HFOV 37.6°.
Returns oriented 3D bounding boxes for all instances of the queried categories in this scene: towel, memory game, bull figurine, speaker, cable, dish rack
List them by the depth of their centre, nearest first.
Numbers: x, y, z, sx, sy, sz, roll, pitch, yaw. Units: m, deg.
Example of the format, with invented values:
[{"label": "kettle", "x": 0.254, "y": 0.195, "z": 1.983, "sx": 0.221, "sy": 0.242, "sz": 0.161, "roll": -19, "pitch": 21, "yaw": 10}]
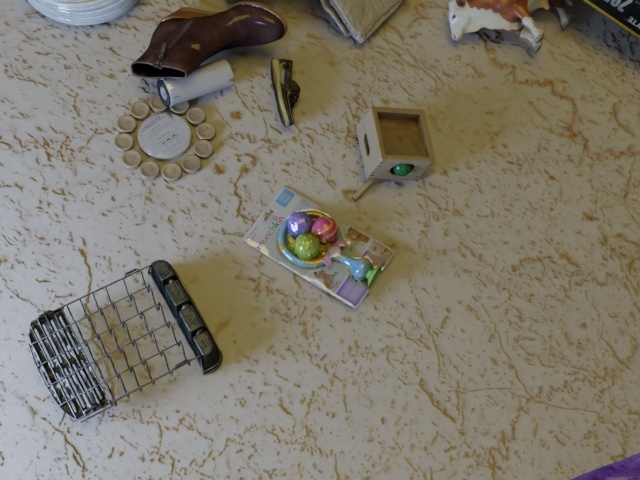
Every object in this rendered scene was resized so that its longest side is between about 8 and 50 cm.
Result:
[{"label": "dish rack", "x": -0.317, "y": 0.162, "z": 1.507, "sx": 0.271, "sy": 0.074, "sz": 0.208, "roll": -26, "pitch": 69, "yaw": -16}, {"label": "memory game", "x": -0.284, "y": -0.187, "z": 1.711, "sx": 0.186, "sy": 0.012, "sz": 0.186, "roll": 3, "pitch": 64, "yaw": -6}, {"label": "speaker", "x": -0.229, "y": -0.292, "z": 1.736, "sx": 0.136, "sy": 0.055, "sz": 0.055, "roll": -24, "pitch": 69, "yaw": -26}, {"label": "towel", "x": 0.055, "y": -0.540, "z": 1.816, "sx": 0.187, "sy": 0.049, "sz": 0.282, "roll": -48, "pitch": 122, "yaw": -24}, {"label": "cable", "x": -0.461, "y": -0.535, "z": 1.818, "sx": 0.257, "sy": 0.089, "sz": 0.257, "roll": 15, "pitch": 64, "yaw": 1}, {"label": "bull figurine", "x": 0.400, "y": -0.478, "z": 1.890, "sx": 0.310, "sy": 0.101, "sz": 0.188, "roll": -41, "pitch": 78, "yaw": -22}]

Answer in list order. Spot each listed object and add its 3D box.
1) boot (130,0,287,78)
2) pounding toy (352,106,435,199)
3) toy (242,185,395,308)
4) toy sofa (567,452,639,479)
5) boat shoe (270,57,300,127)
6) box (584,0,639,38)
[{"label": "boot", "x": -0.202, "y": -0.355, "z": 1.733, "sx": 0.248, "sy": 0.090, "sz": 0.207, "roll": 7, "pitch": 45, "yaw": 18}, {"label": "pounding toy", "x": 0.124, "y": -0.156, "z": 1.712, "sx": 0.130, "sy": 0.100, "sz": 0.141, "roll": 0, "pitch": 66, "yaw": -23}, {"label": "toy", "x": 0.000, "y": 0.000, "z": 1.631, "sx": 0.237, "sy": 0.056, "sz": 0.137, "roll": 32, "pitch": 63, "yaw": 9}, {"label": "toy sofa", "x": 0.509, "y": 0.404, "z": 1.445, "sx": 0.362, "sy": 0.150, "sz": 0.177, "roll": -16, "pitch": 68, "yaw": -14}, {"label": "boat shoe", "x": -0.062, "y": -0.282, "z": 1.760, "sx": 0.049, "sy": 0.056, "sz": 0.152, "roll": -8, "pitch": 65, "yaw": -5}, {"label": "box", "x": 0.604, "y": -0.548, "z": 1.901, "sx": 0.322, "sy": 0.079, "sz": 0.257, "roll": 34, "pitch": 45, "yaw": 1}]
